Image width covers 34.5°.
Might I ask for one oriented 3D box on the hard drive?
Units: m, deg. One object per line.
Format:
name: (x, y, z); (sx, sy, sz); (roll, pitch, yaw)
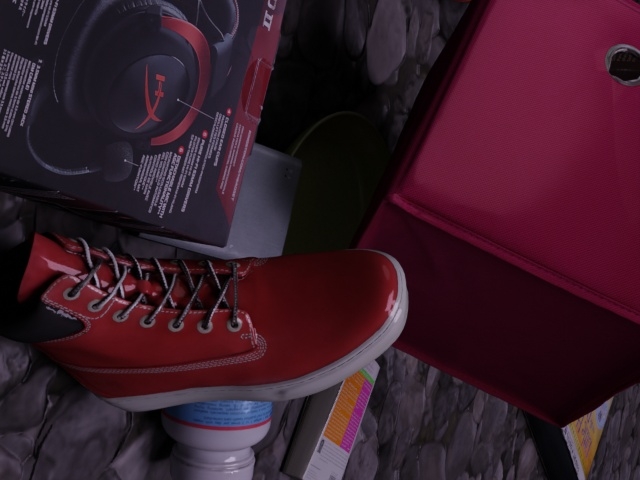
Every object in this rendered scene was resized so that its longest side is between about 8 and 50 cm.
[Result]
hard drive: (-0.078, -0.035, 0.787); (0.135, 0.022, 0.094); (17, 84, -42)

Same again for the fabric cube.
fabric cube: (0.181, -0.033, 0.874); (0.258, 0.254, 0.259); (-63, 180, -25)

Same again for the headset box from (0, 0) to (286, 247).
headset box: (-0.134, -0.126, 0.612); (0.293, 0.110, 0.218); (21, 81, -59)

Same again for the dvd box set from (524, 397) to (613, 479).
dvd box set: (0.461, 0.177, 1.763); (0.420, 0.062, 0.307); (-62, 145, -28)

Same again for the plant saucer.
plant saucer: (0.000, 0.000, 0.951); (0.241, 0.037, 0.241); (-24, 118, -55)

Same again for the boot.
boot: (-0.080, 0.035, 0.632); (0.176, 0.244, 0.088); (49, 32, -53)

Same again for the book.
book: (0.016, 0.179, 1.040); (0.096, 0.035, 0.144); (49, 57, -57)

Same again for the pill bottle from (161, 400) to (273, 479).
pill bottle: (-0.078, 0.107, 0.801); (0.087, 0.087, 0.160); (-7, 105, -59)

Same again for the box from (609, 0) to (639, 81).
box: (0.389, -0.232, 1.374); (0.167, 0.203, 0.168); (-64, 147, -25)

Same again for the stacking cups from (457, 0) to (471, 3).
stacking cups: (0.208, -0.302, 1.154); (0.316, 0.096, 0.096); (-10, 107, -58)
